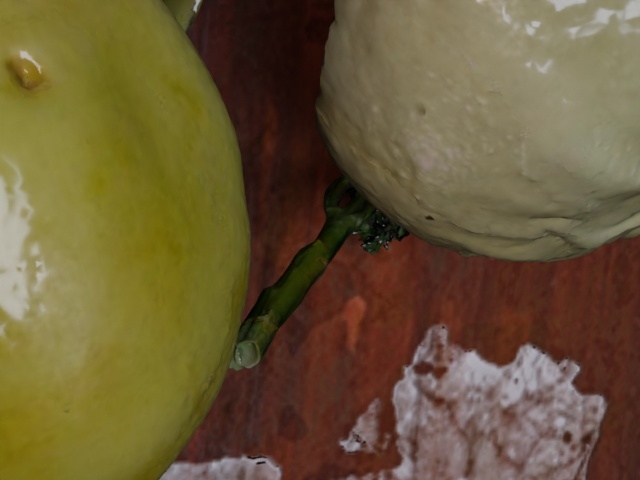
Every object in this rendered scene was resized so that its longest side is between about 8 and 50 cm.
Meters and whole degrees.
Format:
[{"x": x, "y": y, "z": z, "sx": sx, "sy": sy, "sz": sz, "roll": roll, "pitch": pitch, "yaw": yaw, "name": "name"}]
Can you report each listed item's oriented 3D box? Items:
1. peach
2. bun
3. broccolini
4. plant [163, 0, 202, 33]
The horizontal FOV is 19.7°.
[{"x": -0.184, "y": 0.003, "z": 0.895, "sx": 0.314, "sy": 0.281, "sz": 0.316, "roll": -19, "pitch": 111, "yaw": 20, "name": "peach"}, {"x": 0.173, "y": -0.130, "z": 0.988, "sx": 0.202, "sy": 0.364, "sz": 0.364, "roll": 41, "pitch": 82, "yaw": 13, "name": "bun"}, {"x": -0.004, "y": 0.005, "z": 1.046, "sx": 0.071, "sy": 0.254, "sz": 0.057, "roll": 40, "pitch": 127, "yaw": 2, "name": "broccolini"}, {"x": -0.032, "y": -0.280, "z": 0.976, "sx": 0.261, "sy": 0.306, "sz": 0.297, "roll": 50, "pitch": 34, "yaw": -5, "name": "plant"}]
